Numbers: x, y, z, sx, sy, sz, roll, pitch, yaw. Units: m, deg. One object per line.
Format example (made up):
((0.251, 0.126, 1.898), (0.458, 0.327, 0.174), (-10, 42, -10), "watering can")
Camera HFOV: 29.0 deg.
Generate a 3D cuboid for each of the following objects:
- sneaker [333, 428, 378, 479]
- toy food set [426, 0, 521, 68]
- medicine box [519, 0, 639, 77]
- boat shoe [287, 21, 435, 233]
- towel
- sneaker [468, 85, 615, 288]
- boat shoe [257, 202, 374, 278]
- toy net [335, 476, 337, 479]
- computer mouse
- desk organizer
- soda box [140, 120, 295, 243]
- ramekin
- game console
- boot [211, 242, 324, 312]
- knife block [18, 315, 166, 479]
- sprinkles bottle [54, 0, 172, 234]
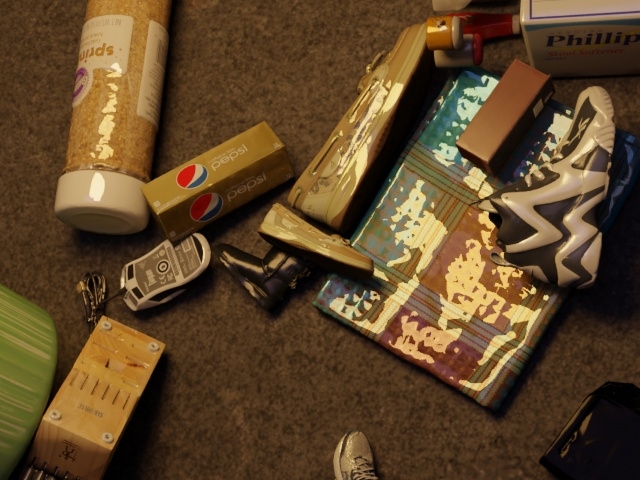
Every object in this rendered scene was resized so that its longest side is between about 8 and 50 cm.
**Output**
((0.049, 0.278, 1.400), (0.052, 0.058, 0.135), (9, 64, -24), "sneaker")
((0.198, -0.293, 1.525), (0.104, 0.111, 0.232), (-1, 41, 15), "toy food set")
((0.379, -0.359, 1.486), (0.263, 0.149, 0.289), (-1, 72, 15), "medicine box")
((0.057, -0.151, 1.527), (0.089, 0.104, 0.285), (25, 81, 18), "boat shoe")
((0.190, -0.017, 1.483), (0.271, 0.040, 0.370), (29, 82, 22), "towel")
((0.249, -0.067, 1.410), (0.153, 0.094, 0.235), (7, 86, 9), "sneaker")
((0.000, 0.001, 1.484), (0.153, 0.056, 0.048), (21, 73, 22), "boat shoe")
((-0.003, 0.386, 1.402), (0.122, 0.045, 0.232), (-4, 71, -17), "toy net")
((-0.216, 0.056, 1.568), (0.193, 0.042, 0.106), (-26, 63, 11), "computer mouse")
((0.219, -0.146, 1.471), (0.050, 0.047, 0.130), (34, 84, 25), "desk organizer")
((-0.127, -0.073, 1.548), (0.181, 0.061, 0.058), (-30, 50, -10), "soda box")
((-0.439, 0.178, 1.459), (0.303, 0.148, 0.303), (-38, 36, 35), "ramekin")
((0.292, 0.339, 1.334), (0.213, 0.044, 0.361), (37, 83, 23), "game console")
((-0.062, 0.020, 1.535), (0.099, 0.045, 0.121), (-46, 74, 0), "boot")
((-0.298, 0.259, 1.492), (0.088, 0.242, 0.276), (26, 38, -4), "knife block")
((-0.264, -0.190, 1.619), (0.121, 0.121, 0.355), (-1, 71, 15), "sprinkles bottle")
